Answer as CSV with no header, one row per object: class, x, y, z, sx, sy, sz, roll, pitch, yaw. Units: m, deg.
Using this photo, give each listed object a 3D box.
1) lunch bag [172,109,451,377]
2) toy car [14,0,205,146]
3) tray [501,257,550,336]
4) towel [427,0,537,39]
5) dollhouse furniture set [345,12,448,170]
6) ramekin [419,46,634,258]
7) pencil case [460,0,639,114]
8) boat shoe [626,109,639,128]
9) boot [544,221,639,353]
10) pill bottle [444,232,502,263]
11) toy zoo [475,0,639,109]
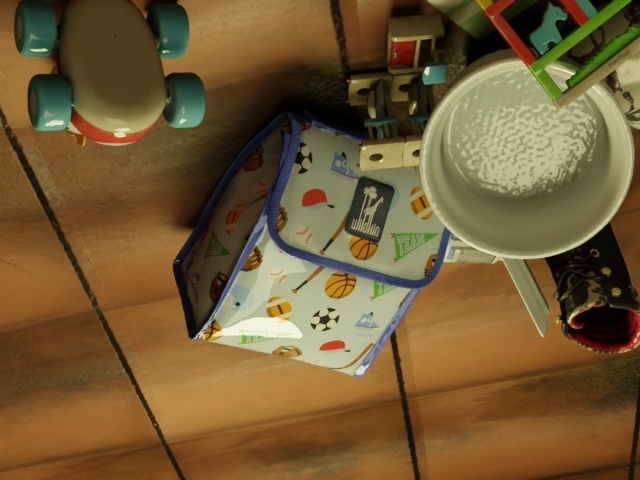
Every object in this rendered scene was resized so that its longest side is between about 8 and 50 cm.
lunch bag,0.000,0.000,2.047,0.328,0.239,0.385,17,120,-29
toy car,-0.301,-0.192,1.764,0.219,0.210,0.238,-4,157,-26
tray,0.299,0.018,2.079,0.030,0.270,0.145,-27,-178,10
towel,0.203,-0.408,1.706,0.248,0.038,0.325,-33,138,29
dollhouse furniture set,0.109,-0.207,1.856,0.129,0.129,0.183,-6,150,-4
ramekin,0.273,-0.127,1.766,0.277,0.135,0.277,2,112,6
pencil case,0.390,-0.234,1.872,0.410,0.160,0.183,-22,127,15
boat shoe,0.550,-0.243,1.970,0.228,0.080,0.076,-22,144,28
boot,0.384,-0.002,2.068,0.138,0.284,0.377,-26,142,20
pill bottle,0.262,0.000,2.220,0.137,0.078,0.078,3,142,-15
toy zoo,0.283,-0.334,1.619,0.192,0.030,0.293,-38,97,6
